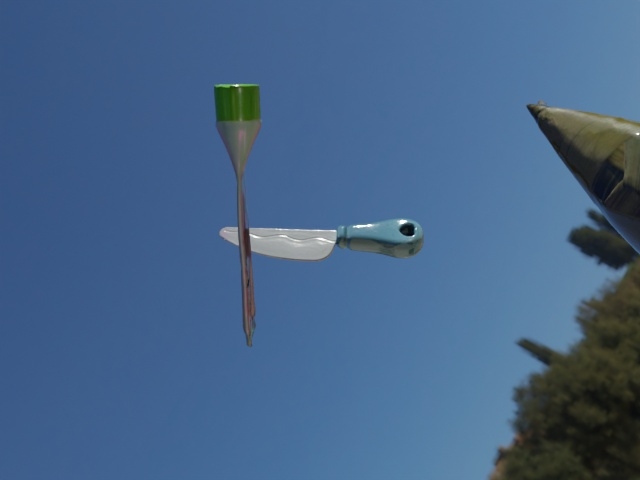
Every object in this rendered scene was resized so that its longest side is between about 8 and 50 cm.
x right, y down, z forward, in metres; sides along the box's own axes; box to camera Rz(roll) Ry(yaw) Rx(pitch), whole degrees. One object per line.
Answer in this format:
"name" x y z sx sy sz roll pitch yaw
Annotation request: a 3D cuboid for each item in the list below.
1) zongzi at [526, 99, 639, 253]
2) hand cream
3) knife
"zongzi" 0.319 0.005 0.893 0.123 0.289 0.260 -50 -53 -9
"hand cream" -0.082 -0.029 1.175 0.079 0.050 0.275 -23 -66 -61
"knife" 0.001 0.002 1.301 0.032 0.244 0.058 87 -179 -52
